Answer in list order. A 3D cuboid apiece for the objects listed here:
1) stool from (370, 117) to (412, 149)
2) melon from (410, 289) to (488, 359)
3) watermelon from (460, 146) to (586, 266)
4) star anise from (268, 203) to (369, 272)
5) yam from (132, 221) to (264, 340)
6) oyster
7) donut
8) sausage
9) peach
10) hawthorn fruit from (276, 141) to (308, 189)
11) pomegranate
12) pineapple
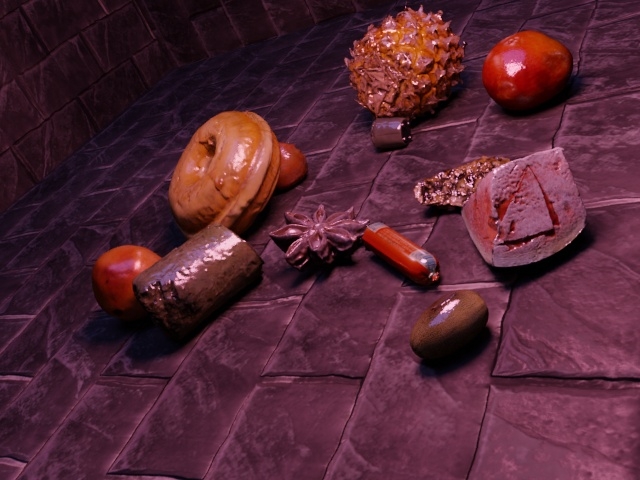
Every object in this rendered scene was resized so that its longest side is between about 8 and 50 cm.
[{"bbox_3d":[0.210,-0.318,2.084,0.110,0.096,0.096,-1,37,32],"label":"stool"},{"bbox_3d":[0.233,0.154,1.282,0.162,0.099,0.099,-34,29,-7],"label":"melon"},{"bbox_3d":[0.393,-0.083,1.435,0.213,0.201,0.261,-18,25,-2],"label":"watermelon"},{"bbox_3d":[-0.001,0.000,1.721,0.236,0.108,0.223,-16,34,-16],"label":"star anise"},{"bbox_3d":[-0.305,0.095,1.727,0.300,0.195,0.195,-38,31,-22],"label":"yam"},{"bbox_3d":[0.354,-0.150,1.707,0.214,0.083,0.223,-6,28,28],"label":"oyster"},{"bbox_3d":[-0.285,-0.182,2.048,0.449,0.198,0.448,-33,40,34],"label":"donut"},{"bbox_3d":[0.182,0.033,1.544,0.083,0.083,0.264,-33,31,-11],"label":"sausage"},{"bbox_3d":[0.561,-0.456,1.913,0.244,0.199,0.243,-10,40,9],"label":"peach"},{"bbox_3d":[-0.118,-0.217,2.169,0.189,0.149,0.149,-59,16,26],"label":"hawthorn fruit"},{"bbox_3d":[-0.497,0.109,1.838,0.209,0.209,0.209,-20,29,12],"label":"pomegranate"},{"bbox_3d":[0.249,-0.528,2.156,0.353,0.352,0.300,4,32,43],"label":"pineapple"}]
